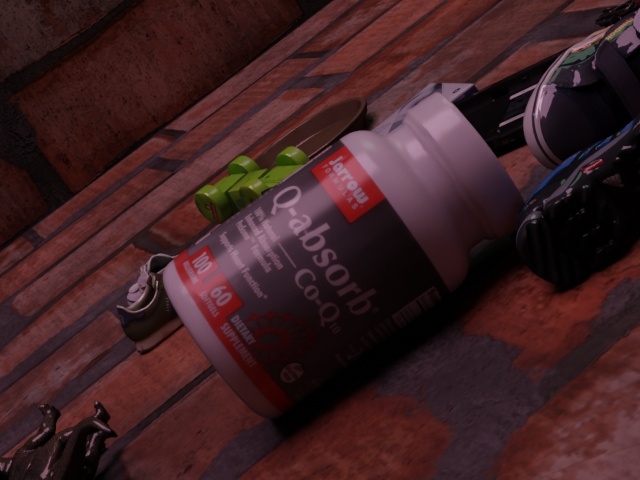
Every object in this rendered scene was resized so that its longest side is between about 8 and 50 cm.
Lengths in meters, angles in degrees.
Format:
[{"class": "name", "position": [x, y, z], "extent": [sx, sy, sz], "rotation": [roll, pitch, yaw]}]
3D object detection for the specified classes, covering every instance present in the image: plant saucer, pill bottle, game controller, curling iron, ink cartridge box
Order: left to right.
[{"class": "plant saucer", "position": [-0.027, -0.159, 2.425], "extent": [0.278, 0.041, 0.278], "rotation": [-33, 15, 10]}, {"class": "pill bottle", "position": [0.029, 0.011, 1.492], "extent": [0.363, 0.210, 0.210], "rotation": [-36, 16, 1]}, {"class": "ink cartridge box", "position": [0.121, -0.165, 2.126], "extent": [0.223, 0.045, 0.224], "rotation": [-39, 16, -13]}, {"class": "game controller", "position": [0.284, -0.183, 1.848], "extent": [0.319, 0.067, 0.166], "rotation": [-24, 34, 36]}, {"class": "curling iron", "position": [0.506, -0.357, 1.912], "extent": [0.274, 0.035, 0.068], "rotation": [-26, 22, 31]}]

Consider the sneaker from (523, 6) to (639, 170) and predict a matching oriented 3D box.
[{"class": "sneaker", "position": [0.368, -0.201, 1.575], "extent": [0.321, 0.126, 0.127], "rotation": [-41, 11, -25]}]

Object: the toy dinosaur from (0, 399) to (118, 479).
[{"class": "toy dinosaur", "position": [-0.325, 0.282, 1.679], "extent": [0.314, 0.121, 0.160], "rotation": [-9, 42, 48]}]

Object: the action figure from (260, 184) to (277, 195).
[{"class": "action figure", "position": [0.039, -0.073, 1.923], "extent": [0.232, 0.137, 0.063], "rotation": [-37, -5, -42]}]

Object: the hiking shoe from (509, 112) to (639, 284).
[{"class": "hiking shoe", "position": [0.316, -0.083, 1.362], "extent": [0.304, 0.113, 0.132], "rotation": [-33, 17, 8]}]

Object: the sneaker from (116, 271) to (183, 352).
[{"class": "sneaker", "position": [-0.220, 0.077, 2.048], "extent": [0.192, 0.086, 0.064], "rotation": [-40, 16, -16]}]

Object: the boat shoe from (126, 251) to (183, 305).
[{"class": "boat shoe", "position": [-0.248, 0.054, 2.191], "extent": [0.226, 0.075, 0.083], "rotation": [-18, 23, 46]}]

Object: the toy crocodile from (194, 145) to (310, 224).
[{"class": "toy crocodile", "position": [-0.098, -0.074, 2.241], "extent": [0.341, 0.105, 0.115], "rotation": [-5, 33, 52]}]
